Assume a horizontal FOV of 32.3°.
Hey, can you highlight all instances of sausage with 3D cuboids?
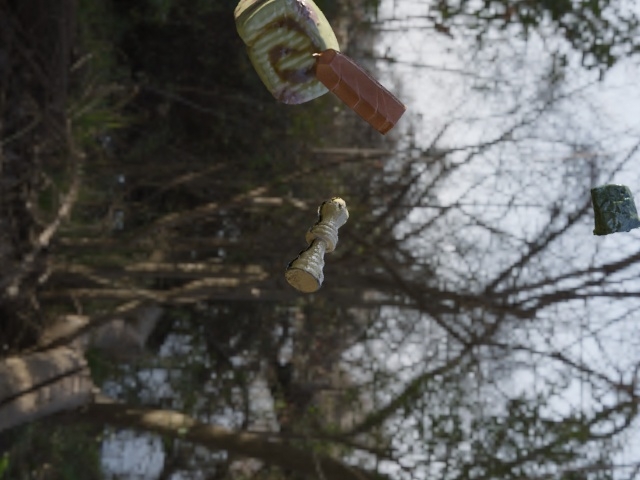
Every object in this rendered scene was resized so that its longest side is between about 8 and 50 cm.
[{"bbox_3d":[0.054,-0.240,1.742,0.065,0.169,0.065,-49,-174,6],"label":"sausage"}]

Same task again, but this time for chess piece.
[{"bbox_3d":[0.000,0.000,1.737,0.060,0.060,0.172,91,19,-52],"label":"chess piece"}]

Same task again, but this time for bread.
[{"bbox_3d":[-0.059,-0.364,1.995,0.187,0.155,0.338,62,4,-17],"label":"bread"}]

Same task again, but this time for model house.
[{"bbox_3d":[0.483,-0.054,1.817,0.066,0.079,0.083,-172,-111,-78],"label":"model house"}]
